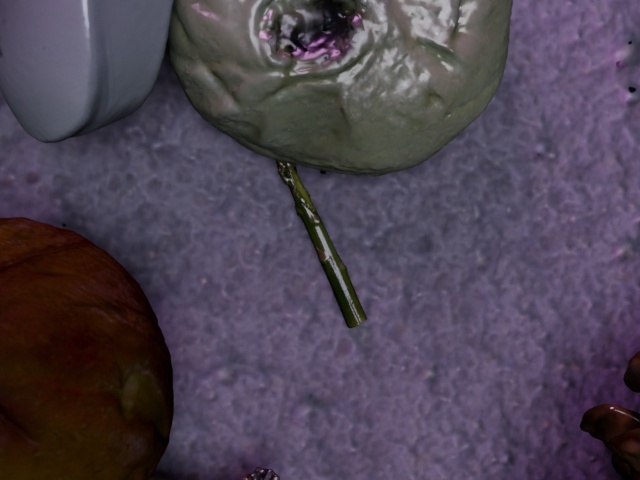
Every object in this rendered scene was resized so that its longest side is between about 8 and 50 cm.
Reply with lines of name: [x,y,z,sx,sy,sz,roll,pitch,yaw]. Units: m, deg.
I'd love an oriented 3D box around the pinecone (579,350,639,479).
pinecone: [0.261,0.162,0.442,0.243,0.243,0.257,15,50,-8]

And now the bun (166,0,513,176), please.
bun: [0.016,-0.141,0.440,0.221,0.108,0.221,-1,94,-7]

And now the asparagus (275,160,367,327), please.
asparagus: [0.000,0.000,0.496,0.015,0.018,0.127,-28,98,-29]

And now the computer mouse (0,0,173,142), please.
computer mouse: [-0.134,-0.168,0.410,0.079,0.128,0.231,6,92,-47]

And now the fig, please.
fig: [-0.157,0.083,0.349,0.190,0.290,0.191,0,91,-17]

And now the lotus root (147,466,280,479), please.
lotus root: [-0.117,0.215,0.453,0.221,0.118,0.125,-24,114,-1]
